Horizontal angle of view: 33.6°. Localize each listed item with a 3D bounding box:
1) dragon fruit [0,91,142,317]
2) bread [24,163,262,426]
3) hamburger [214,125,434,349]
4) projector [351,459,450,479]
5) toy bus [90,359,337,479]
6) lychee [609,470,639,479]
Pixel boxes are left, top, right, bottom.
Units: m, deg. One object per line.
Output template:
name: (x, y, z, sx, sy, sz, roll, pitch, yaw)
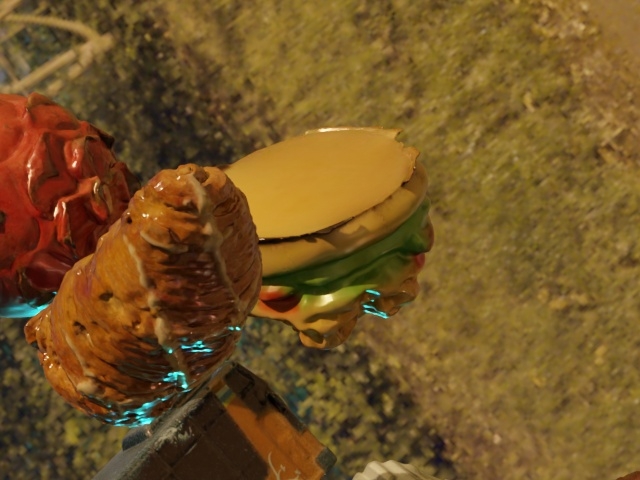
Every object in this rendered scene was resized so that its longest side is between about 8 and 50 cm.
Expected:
dragon fruit: (-0.301, -0.035, 1.042, 0.241, 0.252, 0.241, 178, 90, -74)
bread: (-0.080, 0.039, 0.504, 0.076, 0.105, 0.233, 54, 151, 8)
hamburger: (0.000, 0.000, 0.996, 0.237, 0.237, 0.149, 31, 145, 53)
projector: (0.145, 0.257, 0.754, 0.256, 0.099, 0.192, 29, 179, -36)
toy bus: (-0.151, 0.292, 1.102, 0.194, 0.323, 0.162, 49, 142, -6)
lychee: (0.354, 0.400, 1.147, 0.255, 0.300, 0.255, 27, -174, -3)
